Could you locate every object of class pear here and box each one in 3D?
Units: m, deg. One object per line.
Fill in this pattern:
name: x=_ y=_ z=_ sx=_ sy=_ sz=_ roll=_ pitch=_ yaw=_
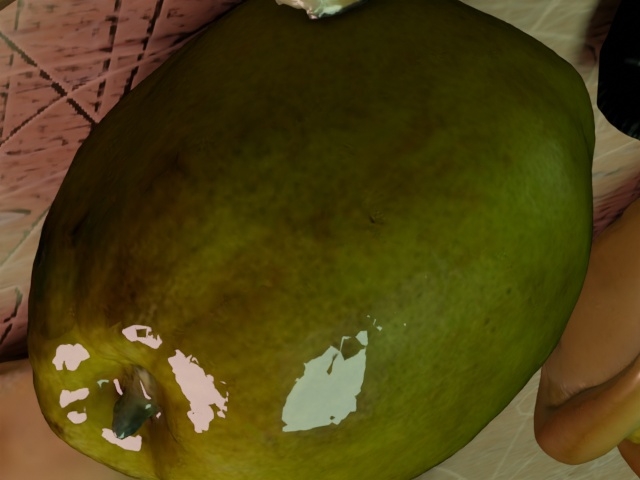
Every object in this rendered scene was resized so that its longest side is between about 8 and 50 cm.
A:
pear: x=0.000 y=0.000 z=0.905 sx=0.321 sy=0.269 sz=0.269 roll=-40 pitch=161 yaw=-34

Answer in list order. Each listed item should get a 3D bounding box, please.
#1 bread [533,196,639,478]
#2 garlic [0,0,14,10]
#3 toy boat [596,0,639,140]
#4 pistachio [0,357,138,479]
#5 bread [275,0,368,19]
bread: x=0.314 y=0.073 z=1.374 sx=0.270 sy=0.211 sz=0.316 roll=1 pitch=136 yaw=-43
garlic: x=-0.137 y=-0.125 z=0.663 sx=0.266 sy=0.128 sz=0.148 roll=-11 pitch=-152 yaw=43
toy boat: x=0.267 y=-0.175 z=1.056 sx=0.092 sy=0.134 sz=0.299 roll=-56 pitch=171 yaw=-42
pistachio: x=-0.164 y=0.191 z=1.121 sx=0.230 sy=0.230 sz=0.309 roll=-4 pitch=146 yaw=-40
bread: x=0.026 y=-0.173 z=0.826 sx=0.157 sy=0.083 sz=0.094 roll=-45 pitch=150 yaw=-4
